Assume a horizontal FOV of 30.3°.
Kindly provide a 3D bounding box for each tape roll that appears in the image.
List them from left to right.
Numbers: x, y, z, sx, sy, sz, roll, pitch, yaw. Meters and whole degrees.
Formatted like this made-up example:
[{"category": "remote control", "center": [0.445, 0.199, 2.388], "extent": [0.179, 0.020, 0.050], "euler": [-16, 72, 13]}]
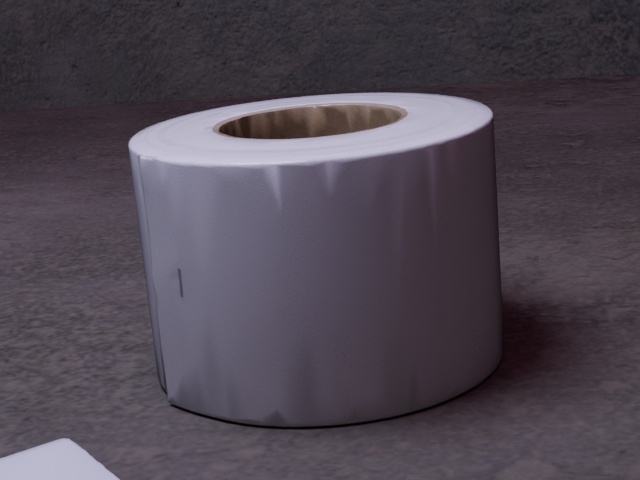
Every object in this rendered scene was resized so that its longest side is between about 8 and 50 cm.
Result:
[{"category": "tape roll", "center": [0.000, 0.000, 0.806], "extent": [0.246, 0.169, 0.246], "euler": [-4, 15, 1]}]

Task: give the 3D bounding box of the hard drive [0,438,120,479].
[{"category": "hard drive", "center": [-0.211, 0.173, 0.488], "extent": [0.307, 0.040, 0.203], "euler": [-14, 18, -31]}]
